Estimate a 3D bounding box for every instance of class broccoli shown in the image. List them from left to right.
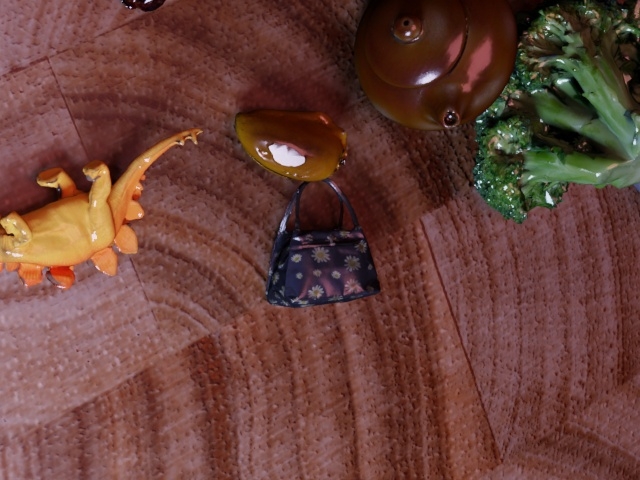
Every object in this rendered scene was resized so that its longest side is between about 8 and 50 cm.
[{"bbox_3d":[0.291,-0.142,1.534,0.294,0.245,0.265,-38,136,6],"label":"broccoli"}]

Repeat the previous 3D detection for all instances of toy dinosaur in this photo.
[{"bbox_3d":[-0.232,-0.015,1.349,0.288,0.070,0.117,-27,121,-20],"label":"toy dinosaur"}]

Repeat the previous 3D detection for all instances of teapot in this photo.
[{"bbox_3d":[0.106,-0.225,1.447,0.135,0.178,0.252,22,47,-66],"label":"teapot"}]

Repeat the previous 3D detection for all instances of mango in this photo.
[{"bbox_3d":[-0.032,-0.101,1.450,0.127,0.063,0.077,12,51,-24],"label":"mango"}]

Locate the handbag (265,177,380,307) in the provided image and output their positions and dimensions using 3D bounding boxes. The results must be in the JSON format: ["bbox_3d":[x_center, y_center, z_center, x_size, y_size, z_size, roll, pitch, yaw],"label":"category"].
[{"bbox_3d":[0.000,0.000,1.481,0.115,0.072,0.139,-5,94,-25],"label":"handbag"}]

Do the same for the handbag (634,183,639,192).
[{"bbox_3d":[0.456,-0.068,1.683,0.117,0.173,0.095,2,112,-20],"label":"handbag"}]

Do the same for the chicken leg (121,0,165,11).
[{"bbox_3d":[-0.158,-0.302,1.306,0.093,0.053,0.205,11,127,-16],"label":"chicken leg"}]
